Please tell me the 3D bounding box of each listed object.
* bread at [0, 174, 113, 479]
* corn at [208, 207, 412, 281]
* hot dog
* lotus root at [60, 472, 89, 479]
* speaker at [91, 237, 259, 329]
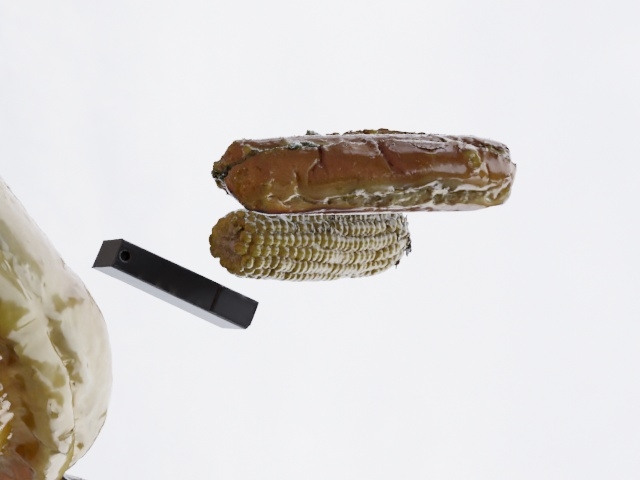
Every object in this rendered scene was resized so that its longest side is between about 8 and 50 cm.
[{"bbox_3d":[-0.199,0.023,0.494,0.198,0.120,0.236,-21,-69,47],"label":"bread"},{"bbox_3d":[0.000,0.000,1.419,0.115,0.318,0.115,6,-81,43],"label":"corn"},{"bbox_3d":[0.040,-0.057,0.969,0.115,0.269,0.072,-138,-132,-67],"label":"hot dog"},{"bbox_3d":[-0.254,0.305,0.981,0.316,0.250,0.316,-7,-105,27],"label":"lotus root"},{"bbox_3d":[-0.196,0.061,1.544,0.082,0.218,0.044,-3,-117,57],"label":"speaker"}]
